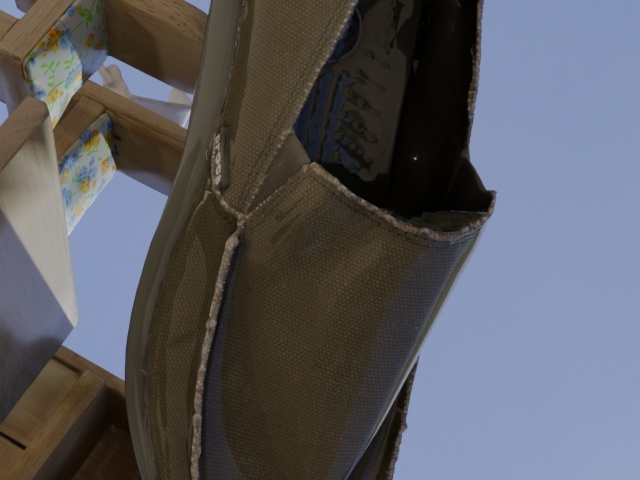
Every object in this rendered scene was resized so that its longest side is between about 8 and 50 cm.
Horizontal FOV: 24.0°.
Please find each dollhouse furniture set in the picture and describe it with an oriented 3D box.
[{"bbox_3d":[-0.097,0.056,0.561,0.161,0.242,0.212,28,-120,12],"label":"dollhouse furniture set"}]

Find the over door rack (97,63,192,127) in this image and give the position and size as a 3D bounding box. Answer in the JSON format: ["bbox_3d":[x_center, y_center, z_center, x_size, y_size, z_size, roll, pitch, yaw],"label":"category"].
[{"bbox_3d":[-0.178,-0.268,1.058,0.324,0.108,0.240,46,-55,25],"label":"over door rack"}]

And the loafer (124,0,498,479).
[{"bbox_3d":[0.000,0.000,0.481,0.087,0.094,0.251,18,-75,58],"label":"loafer"}]
